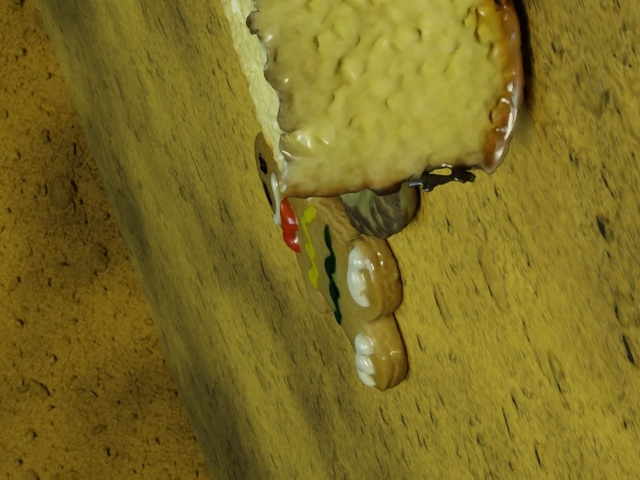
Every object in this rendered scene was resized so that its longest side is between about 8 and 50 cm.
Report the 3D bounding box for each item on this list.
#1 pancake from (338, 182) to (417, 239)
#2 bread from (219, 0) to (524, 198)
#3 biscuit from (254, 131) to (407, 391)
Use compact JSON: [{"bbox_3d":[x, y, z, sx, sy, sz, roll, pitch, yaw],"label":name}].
[{"bbox_3d":[0.002,-0.106,0.991,0.212,0.029,0.235,100,146,-64],"label":"pancake"},{"bbox_3d":[0.008,-0.152,0.700,0.134,0.129,0.260,-118,15,-57],"label":"bread"},{"bbox_3d":[-0.002,0.001,1.155,0.240,0.035,0.158,-127,23,-48],"label":"biscuit"}]
